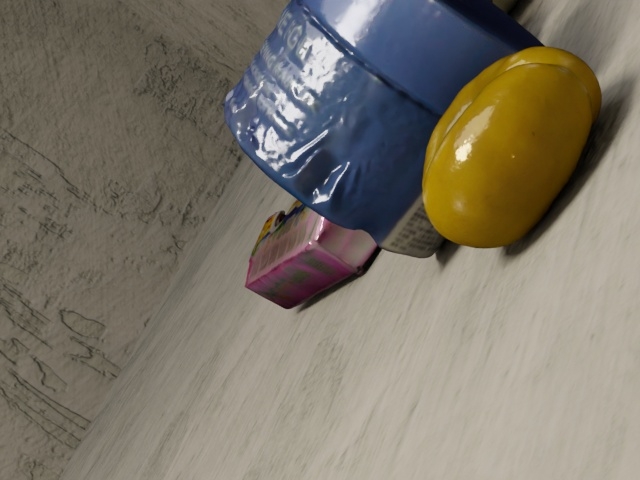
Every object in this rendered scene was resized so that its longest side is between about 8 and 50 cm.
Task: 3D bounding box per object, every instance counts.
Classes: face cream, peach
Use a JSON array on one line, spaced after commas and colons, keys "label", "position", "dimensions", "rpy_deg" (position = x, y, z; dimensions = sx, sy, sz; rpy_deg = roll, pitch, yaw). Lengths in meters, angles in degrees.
[{"label": "face cream", "position": [0.064, -0.133, 1.588], "dimensions": [0.225, 0.249, 0.249], "rpy_deg": [-56, 8, 14]}, {"label": "peach", "position": [0.148, -0.075, 1.379], "dimensions": [0.179, 0.103, 0.179], "rpy_deg": [-50, 10, 12]}]

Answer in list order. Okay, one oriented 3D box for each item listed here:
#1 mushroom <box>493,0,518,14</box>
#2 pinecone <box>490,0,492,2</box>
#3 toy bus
[{"label": "mushroom", "position": [0.085, -0.334, 2.025], "dimensions": [0.315, 0.356, 0.315], "rpy_deg": [-166, 90, -70]}, {"label": "pinecone", "position": [0.098, -0.191, 1.857], "dimensions": [0.208, 0.208, 0.208], "rpy_deg": [-53, 8, 11]}, {"label": "toy bus", "position": [-0.001, 0.000, 1.984], "dimensions": [0.112, 0.090, 0.274], "rpy_deg": [-65, 11, -20]}]
